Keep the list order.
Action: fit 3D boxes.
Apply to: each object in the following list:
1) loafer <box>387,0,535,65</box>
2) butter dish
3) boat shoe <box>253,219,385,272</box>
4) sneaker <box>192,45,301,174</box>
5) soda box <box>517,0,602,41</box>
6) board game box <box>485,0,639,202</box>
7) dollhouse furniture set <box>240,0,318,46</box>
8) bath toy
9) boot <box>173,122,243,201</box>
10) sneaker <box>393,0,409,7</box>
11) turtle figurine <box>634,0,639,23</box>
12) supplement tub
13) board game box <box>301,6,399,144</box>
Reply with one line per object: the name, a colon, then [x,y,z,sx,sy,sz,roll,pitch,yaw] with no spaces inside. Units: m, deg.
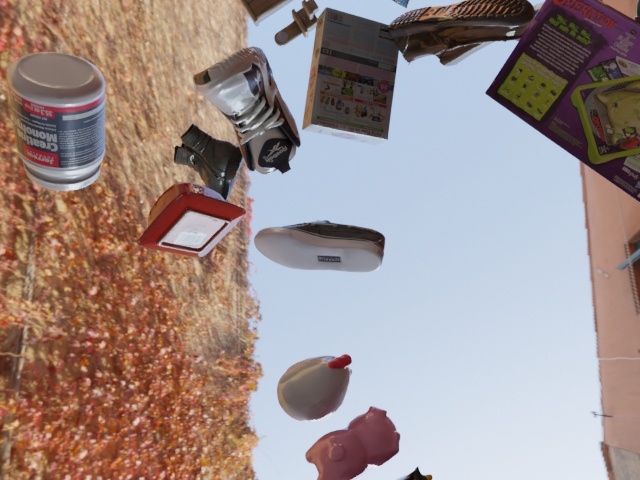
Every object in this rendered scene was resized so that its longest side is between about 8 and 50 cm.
loafer: [0.336,-0.494,1.237,0.366,0.130,0.134,18,-126,45]
butter dish: [-0.254,-0.057,0.983,0.160,0.160,0.118,-42,-122,24]
boat shoe: [0.000,0.000,1.195,0.301,0.108,0.102,4,-137,14]
sneaker: [-0.082,-0.160,0.696,0.094,0.235,0.153,-27,-83,2]
soda box: [0.591,-0.569,1.304,0.210,0.067,0.071,-16,-150,4]
board game box: [0.463,-0.230,0.824,0.347,0.208,0.056,43,-136,18]
dollhouse furniture set: [-0.145,-0.725,1.413,0.174,0.355,0.303,-33,-86,2]
bath toy: [0.068,0.308,0.736,0.129,0.151,0.348,-46,-120,22]
boot: [-0.294,-0.176,1.308,0.161,0.246,0.083,24,-140,-8]
sneaker: [0.189,-0.595,1.199,0.071,0.190,0.083,32,-66,-1]
turtle figurine: [0.682,-0.533,1.081,0.118,0.175,0.234,-30,-79,-17]
supplement tub: [-0.599,-0.271,1.193,0.191,0.272,0.191,12,-138,-11]
board game box: [0.084,-0.429,1.382,0.224,0.097,0.303,8,-91,-18]
